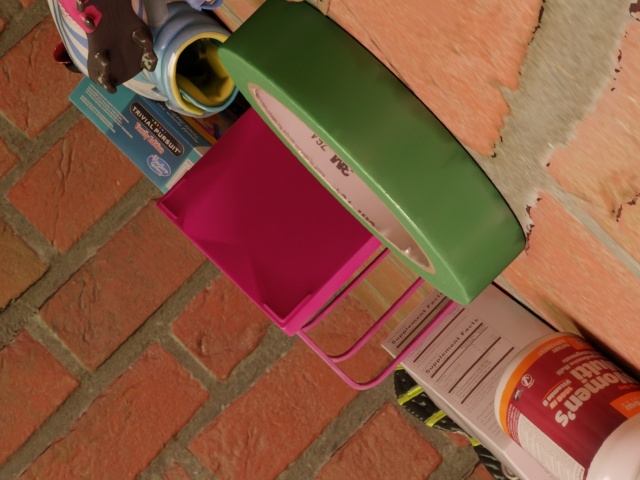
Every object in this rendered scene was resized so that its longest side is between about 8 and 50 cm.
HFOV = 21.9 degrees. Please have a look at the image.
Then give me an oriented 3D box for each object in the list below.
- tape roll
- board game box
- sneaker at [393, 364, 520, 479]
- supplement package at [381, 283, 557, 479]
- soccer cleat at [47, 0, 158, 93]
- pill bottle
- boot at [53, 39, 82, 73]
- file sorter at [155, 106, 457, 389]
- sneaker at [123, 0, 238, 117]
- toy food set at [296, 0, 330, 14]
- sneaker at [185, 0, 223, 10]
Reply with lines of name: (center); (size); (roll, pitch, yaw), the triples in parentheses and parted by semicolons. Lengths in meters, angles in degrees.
tape roll: (0.044, -0.081, 1.482); (0.321, 0.077, 0.321); (44, 176, 4)
board game box: (-0.164, -0.135, 2.285); (0.254, 0.079, 0.336); (44, -164, 13)
sneaker: (0.273, 0.243, 2.237); (0.147, 0.145, 0.384); (5, -155, -45)
supplement package: (0.203, 0.154, 1.784); (0.139, 0.134, 0.244); (49, 175, -39)
soccer cleat: (-0.249, -0.286, 1.742); (0.143, 0.116, 0.331); (51, 160, 20)
pill bottle: (0.270, 0.187, 1.531); (0.221, 0.121, 0.121); (41, 174, 47)
boot: (-0.328, -0.281, 2.552); (0.176, 0.088, 0.244); (5, 179, -14)
file sorter: (0.000, 0.000, 1.835); (0.290, 0.202, 0.182); (41, 175, 47)
sneaker: (-0.162, -0.203, 2.004); (0.208, 0.127, 0.319); (45, 177, 22)
toy food set: (-0.042, -0.223, 1.320); (0.122, 0.019, 0.078); (45, 176, 2)
sneaker: (-0.123, -0.257, 1.590); (0.059, 0.053, 0.144); (46, -176, 5)
